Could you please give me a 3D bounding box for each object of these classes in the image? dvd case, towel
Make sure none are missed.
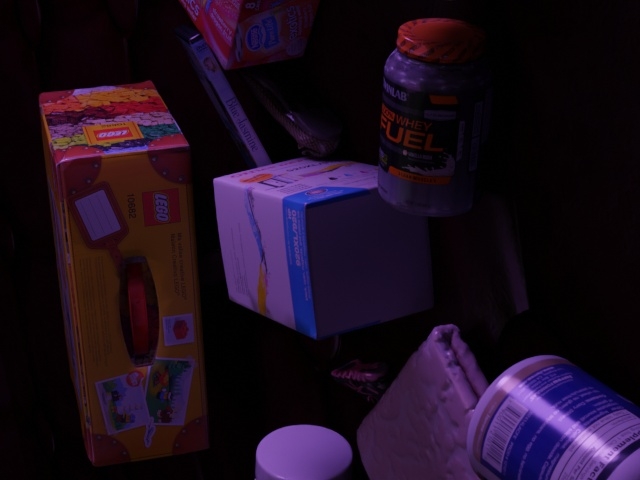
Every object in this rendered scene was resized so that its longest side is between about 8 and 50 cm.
[{"bbox_3d":[-0.120,-0.170,1.759,0.253,0.022,0.180,61,176,-18],"label":"dvd case"},{"bbox_3d":[0.164,0.301,1.566,0.317,0.053,0.332,62,152,21],"label":"towel"}]

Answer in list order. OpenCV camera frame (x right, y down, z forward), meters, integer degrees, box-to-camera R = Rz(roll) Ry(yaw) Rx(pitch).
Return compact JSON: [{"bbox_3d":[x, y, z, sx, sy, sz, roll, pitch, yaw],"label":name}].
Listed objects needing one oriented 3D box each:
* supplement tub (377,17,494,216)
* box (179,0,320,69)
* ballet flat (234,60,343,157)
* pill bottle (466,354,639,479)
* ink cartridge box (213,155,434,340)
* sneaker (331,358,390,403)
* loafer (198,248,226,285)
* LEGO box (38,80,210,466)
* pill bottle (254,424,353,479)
[{"bbox_3d":[0.122,-0.130,1.384,0.117,0.117,0.190,38,134,49],"label":"supplement tub"},{"bbox_3d":[-0.115,-0.356,1.697,0.257,0.123,0.128,57,146,30],"label":"box"},{"bbox_3d":[-0.055,-0.192,1.720,0.250,0.084,0.058,49,141,30],"label":"ballet flat"},{"bbox_3d":[0.273,0.229,1.242,0.265,0.153,0.153,36,133,50],"label":"pill bottle"},{"bbox_3d":[0.000,0.000,1.606,0.233,0.171,0.168,18,118,57],"label":"ink cartridge box"},{"bbox_3d":[0.056,0.191,1.736,0.119,0.047,0.057,-2,113,62],"label":"sneaker"},{"bbox_3d":[-0.169,0.047,2.059,0.148,0.050,0.056,-30,79,63],"label":"loafer"},{"bbox_3d":[-0.314,0.039,2.078,0.372,0.193,0.500,-126,31,-63],"label":"LEGO box"},{"bbox_3d":[-0.025,0.414,1.859,0.160,0.160,0.283,38,133,49],"label":"pill bottle"}]
